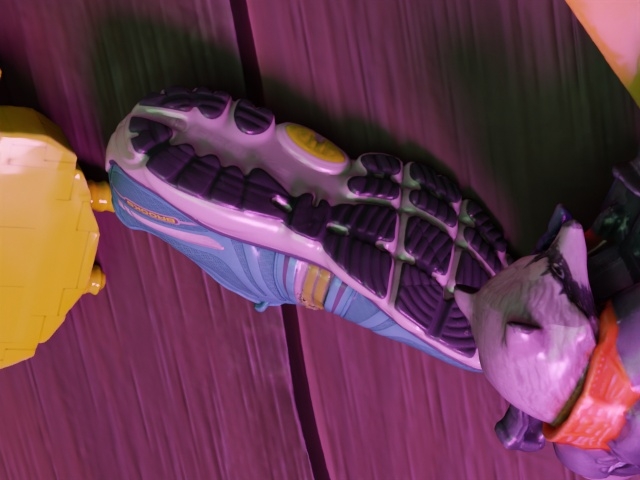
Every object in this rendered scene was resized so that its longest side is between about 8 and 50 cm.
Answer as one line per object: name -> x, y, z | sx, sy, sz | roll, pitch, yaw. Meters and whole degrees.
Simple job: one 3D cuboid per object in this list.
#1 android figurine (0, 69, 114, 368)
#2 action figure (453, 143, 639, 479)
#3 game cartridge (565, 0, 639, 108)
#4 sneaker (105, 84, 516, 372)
android figurine -> -0.251, -0.005, 0.814 | 0.273, 0.056, 0.248 | 1, 119, -28
action figure -> 0.236, 0.032, 0.698 | 0.330, 0.178, 0.341 | 2, 129, -13
game cartridge -> 0.256, -0.216, 0.675 | 0.324, 0.052, 0.285 | -30, 109, 24
sneaker -> 0.000, 0.000, 0.820 | 0.275, 0.107, 0.110 | 27, 144, -4
